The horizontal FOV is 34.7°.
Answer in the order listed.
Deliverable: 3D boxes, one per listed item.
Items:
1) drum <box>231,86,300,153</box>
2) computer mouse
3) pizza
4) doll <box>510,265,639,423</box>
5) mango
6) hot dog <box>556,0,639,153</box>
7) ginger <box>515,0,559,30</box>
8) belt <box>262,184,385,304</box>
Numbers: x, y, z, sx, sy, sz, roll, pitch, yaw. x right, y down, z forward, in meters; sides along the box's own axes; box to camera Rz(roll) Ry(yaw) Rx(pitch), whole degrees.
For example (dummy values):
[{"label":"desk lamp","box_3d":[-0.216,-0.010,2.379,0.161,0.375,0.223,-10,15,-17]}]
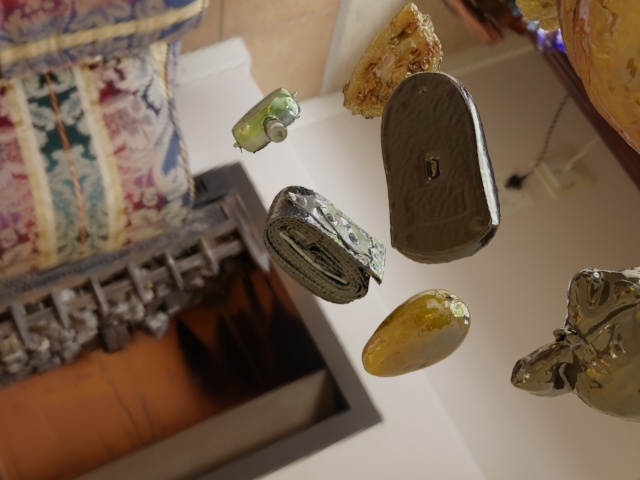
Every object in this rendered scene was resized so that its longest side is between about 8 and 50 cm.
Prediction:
[{"label":"drum","box_3d":[-0.062,-0.188,1.562,0.130,0.049,0.253,-44,-164,-13]},{"label":"computer mouse","box_3d":[0.151,-0.086,1.304,0.138,0.269,0.086,-13,154,18]},{"label":"pizza","box_3d":[0.109,-0.241,1.491,0.182,0.161,0.062,-45,141,16]},{"label":"doll","box_3d":[0.464,0.180,1.293,0.383,0.378,0.252,10,115,-13]},{"label":"mango","box_3d":[0.154,0.157,1.661,0.195,0.098,0.137,-38,143,-5]},{"label":"hot dog","box_3d":[0.243,-0.111,0.458,0.272,0.122,0.196,-2,136,-34]},{"label":"ginger","box_3d":[0.435,-0.420,1.575,0.118,0.065,0.299,10,149,-44]},{"label":"belt","box_3d":[0.000,0.000,1.727,0.218,0.128,0.122,39,123,-22]}]
